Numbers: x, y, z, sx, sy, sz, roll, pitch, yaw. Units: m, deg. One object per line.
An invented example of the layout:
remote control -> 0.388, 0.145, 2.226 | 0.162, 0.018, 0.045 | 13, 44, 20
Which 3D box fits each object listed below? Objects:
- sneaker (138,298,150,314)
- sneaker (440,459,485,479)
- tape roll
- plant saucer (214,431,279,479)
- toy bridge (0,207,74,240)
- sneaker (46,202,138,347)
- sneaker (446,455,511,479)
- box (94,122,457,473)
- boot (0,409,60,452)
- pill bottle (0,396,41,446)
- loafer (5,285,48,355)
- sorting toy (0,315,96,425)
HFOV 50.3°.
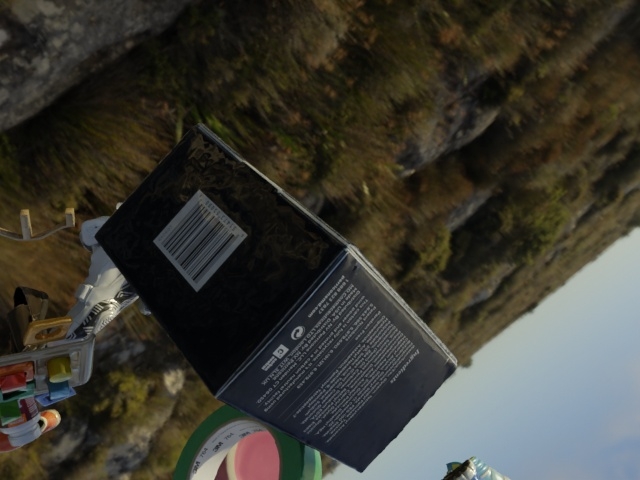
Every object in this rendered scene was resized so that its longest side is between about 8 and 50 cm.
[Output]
sneaker -> -0.476, 0.134, 1.886 | 0.058, 0.135, 0.052 | -33, 156, 36
sneaker -> 0.343, 0.654, 1.685 | 0.130, 0.147, 0.330 | -34, 161, -19
tape roll -> -0.151, 0.475, 1.340 | 0.321, 0.321, 0.077 | -40, 134, 6
plant saucer -> -0.136, 0.544, 1.663 | 0.332, 0.332, 0.084 | -25, 177, -41
toy bridge -> -0.595, -0.030, 1.377 | 0.188, 0.026, 0.063 | -4, 122, -16
sneaker -> -0.523, 0.080, 1.584 | 0.366, 0.210, 0.137 | -43, -173, -22
sneaker -> 0.448, 0.831, 2.165 | 0.319, 0.208, 0.127 | -46, 172, -29
box -> -0.074, 0.108, 1.241 | 0.297, 0.480, 0.472 | -49, 138, -2
boot -> -0.678, 0.435, 1.542 | 0.158, 0.059, 0.084 | -28, 179, -4
pill bottle -> -0.642, 0.349, 1.433 | 0.086, 0.152, 0.086 | -14, -168, 3
loafer -> -0.632, 0.180, 1.439 | 0.080, 0.220, 0.078 | -40, 128, 12
sorting toy -> -0.469, 0.231, 1.127 | 0.196, 0.047, 0.347 | -13, 153, -28
